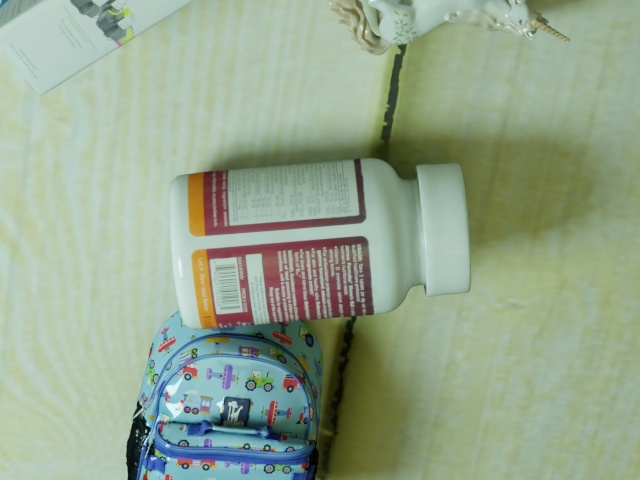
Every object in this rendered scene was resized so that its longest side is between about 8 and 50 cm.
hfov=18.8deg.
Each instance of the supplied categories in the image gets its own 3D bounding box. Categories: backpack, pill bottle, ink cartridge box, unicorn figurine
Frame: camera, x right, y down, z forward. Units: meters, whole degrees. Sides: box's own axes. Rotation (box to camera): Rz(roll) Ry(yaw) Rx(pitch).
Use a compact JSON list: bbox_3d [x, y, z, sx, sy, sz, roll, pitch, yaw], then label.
[{"bbox_3d":[-0.071,0.143,1.551,0.158,0.117,0.173,10,114,-8],"label":"backpack"},{"bbox_3d":[0.000,0.000,1.474,0.221,0.121,0.121,-5,118,0],"label":"pill bottle"},{"bbox_3d":[-0.140,-0.189,1.378,0.181,0.104,0.061,-30,115,12],"label":"ink cartridge box"},{"bbox_3d":[0.091,-0.182,1.425,0.162,0.060,0.111,-16,119,24],"label":"unicorn figurine"}]
